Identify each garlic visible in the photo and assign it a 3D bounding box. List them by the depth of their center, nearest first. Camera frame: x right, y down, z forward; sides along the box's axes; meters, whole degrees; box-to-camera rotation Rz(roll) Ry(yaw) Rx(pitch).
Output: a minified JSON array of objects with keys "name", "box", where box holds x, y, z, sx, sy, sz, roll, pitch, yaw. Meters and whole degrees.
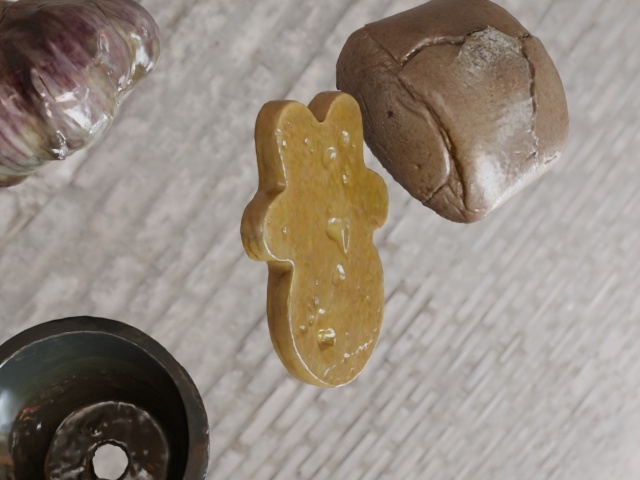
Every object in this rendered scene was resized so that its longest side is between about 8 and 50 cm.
[{"name":"garlic","box":[-0.280,-0.169,1.300,0.245,0.245,0.160,-40,112,-21]}]

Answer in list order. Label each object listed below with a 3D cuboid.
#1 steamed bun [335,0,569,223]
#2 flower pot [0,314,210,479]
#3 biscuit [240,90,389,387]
[{"name":"steamed bun","box":[0.186,-0.195,1.725,0.251,0.301,0.199,-24,158,-44]},{"name":"flower pot","box":[-0.235,0.225,1.369,0.269,0.269,0.166,-47,165,-8]},{"name":"biscuit","box":[-0.002,0.000,1.577,0.275,0.052,0.355,-23,110,-52]}]
